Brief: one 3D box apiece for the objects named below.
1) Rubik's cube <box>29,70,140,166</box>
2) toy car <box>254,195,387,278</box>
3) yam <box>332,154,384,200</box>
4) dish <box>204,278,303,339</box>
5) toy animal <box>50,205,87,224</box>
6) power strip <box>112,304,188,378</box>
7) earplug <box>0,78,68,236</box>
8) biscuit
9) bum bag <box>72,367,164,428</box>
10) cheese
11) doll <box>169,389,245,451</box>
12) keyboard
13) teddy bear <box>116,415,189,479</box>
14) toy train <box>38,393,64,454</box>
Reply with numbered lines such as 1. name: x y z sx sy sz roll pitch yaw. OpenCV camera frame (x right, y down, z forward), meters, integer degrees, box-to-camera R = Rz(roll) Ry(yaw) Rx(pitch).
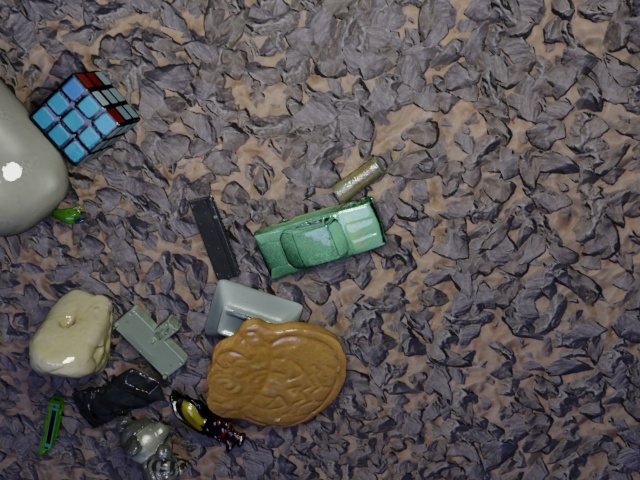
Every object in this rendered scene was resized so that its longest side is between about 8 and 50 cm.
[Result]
1. Rubik's cube: -0.561 -0.296 1.698 0.160 0.163 0.162 -38 99 14
2. toy car: 0.000 0.000 1.781 0.321 0.097 0.141 -16 109 13
3. yam: 0.095 -0.151 1.738 0.132 0.054 0.054 -36 103 17
4. dish: -0.187 0.227 1.901 0.243 0.080 0.181 18 112 -1
5. toy animal: -0.676 -0.076 1.859 0.217 0.075 0.041 18 112 31
6. power strip: -0.452 0.266 1.956 0.145 0.061 0.215 -39 103 19
7. earplug: -0.798 -0.198 1.672 0.313 0.312 0.394 -39 98 18
8. biscuit: -0.119 0.366 1.895 0.365 0.062 0.385 14 124 -13
9. bum bag: -0.588 0.450 2.035 0.310 0.074 0.137 -25 115 19
10. cheese: -0.667 0.300 1.905 0.174 0.248 0.251 13 118 3
11. doll: -0.333 0.516 2.024 0.249 0.088 0.127 42 110 -13
12. keyboard: -0.275 -0.007 1.853 0.072 0.023 0.231 -12 109 18
13. teddy bear: -0.484 0.606 2.040 0.144 0.171 0.251 -34 98 -3
14. toy train: -0.804 0.561 2.119 0.042 0.044 0.209 18 112 -2
